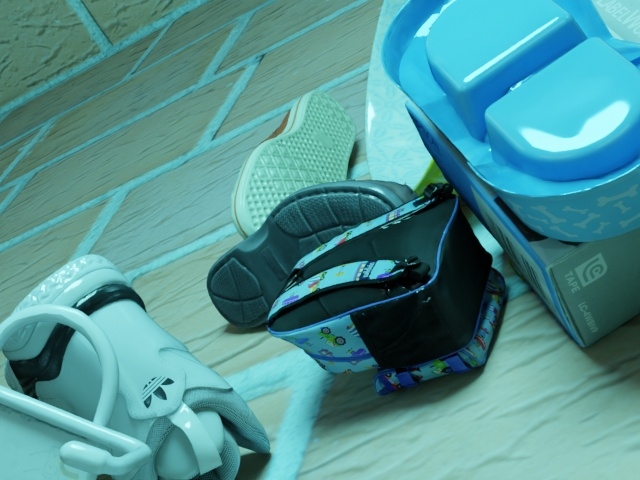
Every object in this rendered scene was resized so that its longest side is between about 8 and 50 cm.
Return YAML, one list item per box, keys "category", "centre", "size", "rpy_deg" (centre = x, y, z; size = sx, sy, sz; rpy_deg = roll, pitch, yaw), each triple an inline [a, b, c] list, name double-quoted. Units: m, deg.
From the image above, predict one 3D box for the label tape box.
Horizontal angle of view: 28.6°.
- category: "label tape box"
  centre: [0.275, -0.111, 0.989]
  size: [0.347, 0.115, 0.249]
  rpy_deg: [-34, 41, 2]

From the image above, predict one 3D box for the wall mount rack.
- category: "wall mount rack"
  centre: [-0.298, 0.198, 0.899]
  size: [0.130, 0.304, 0.350]
  rpy_deg: [13, -84, -81]

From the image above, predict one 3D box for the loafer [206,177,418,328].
- category: "loafer"
  centre: [0.000, 0.000, 1.232]
  size: [0.095, 0.109, 0.302]
  rpy_deg: [-34, 4, -42]

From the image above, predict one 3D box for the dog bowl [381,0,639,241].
- category: "dog bowl"
  centre: [0.162, -0.108, 0.921]
  size: [0.166, 0.074, 0.297]
  rpy_deg: [-34, 41, 0]

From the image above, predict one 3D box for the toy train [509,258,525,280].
- category: "toy train"
  centre: [0.219, -0.028, 1.080]
  size: [0.125, 0.046, 0.166]
  rpy_deg: [-21, 24, 31]

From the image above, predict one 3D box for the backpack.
- category: "backpack"
  centre: [0.049, 0.052, 1.049]
  size: [0.173, 0.117, 0.158]
  rpy_deg: [-22, 24, 27]

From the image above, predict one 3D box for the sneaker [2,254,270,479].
- category: "sneaker"
  centre: [-0.167, 0.164, 1.105]
  size: [0.137, 0.210, 0.366]
  rpy_deg: [-41, -12, -21]

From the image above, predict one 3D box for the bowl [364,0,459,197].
- category: "bowl"
  centre: [0.161, -0.168, 1.278]
  size: [0.156, 0.289, 0.289]
  rpy_deg: [7, 14, -15]

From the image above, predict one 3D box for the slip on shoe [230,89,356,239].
- category: "slip on shoe"
  centre: [-0.039, -0.072, 1.478]
  size: [0.101, 0.123, 0.331]
  rpy_deg: [-42, 13, 28]
